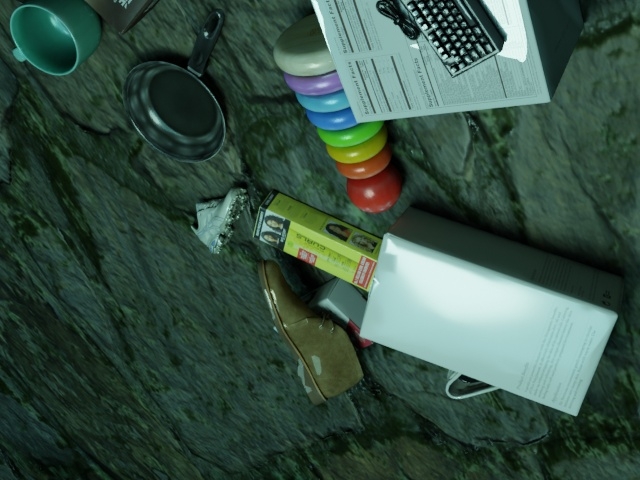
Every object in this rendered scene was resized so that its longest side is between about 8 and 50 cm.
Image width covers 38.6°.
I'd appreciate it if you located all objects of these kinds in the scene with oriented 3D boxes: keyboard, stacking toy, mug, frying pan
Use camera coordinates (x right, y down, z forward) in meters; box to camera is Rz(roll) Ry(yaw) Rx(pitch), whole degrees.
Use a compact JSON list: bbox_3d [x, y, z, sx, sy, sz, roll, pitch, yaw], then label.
[{"bbox_3d":[0.117,-0.266,1.032,0.108,0.023,0.180,-23,112,41],"label":"keyboard"},{"bbox_3d":[0.043,-0.174,1.383,0.141,0.141,0.330,3,135,28],"label":"stacking toy"},{"bbox_3d":[-0.440,-0.355,1.509,0.158,0.097,0.129,15,135,18],"label":"mug"},{"bbox_3d":[-0.239,-0.268,1.508,0.197,0.053,0.326,19,134,13],"label":"frying pan"}]

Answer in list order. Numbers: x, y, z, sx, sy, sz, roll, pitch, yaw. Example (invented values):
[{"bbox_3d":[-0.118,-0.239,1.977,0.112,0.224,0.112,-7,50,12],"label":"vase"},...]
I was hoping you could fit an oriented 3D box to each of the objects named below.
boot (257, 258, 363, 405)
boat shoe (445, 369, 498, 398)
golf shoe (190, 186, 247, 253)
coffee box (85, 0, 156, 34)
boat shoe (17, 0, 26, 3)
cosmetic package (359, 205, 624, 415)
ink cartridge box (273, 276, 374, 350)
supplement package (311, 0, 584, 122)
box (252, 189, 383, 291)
[{"bbox_3d":[-0.020,0.150,1.650,0.115,0.112,0.305,-24,112,9],"label":"boot"},{"bbox_3d":[0.322,0.214,1.601,0.268,0.088,0.096,-27,112,43],"label":"boat shoe"},{"bbox_3d":[-0.194,-0.049,1.676,0.086,0.069,0.176,37,136,4],"label":"golf shoe"},{"bbox_3d":[-0.329,-0.469,1.307,0.297,0.119,0.168,43,125,-12],"label":"coffee box"},{"bbox_3d":[-0.525,-0.433,1.529,0.125,0.038,0.046,32,137,0],"label":"boat shoe"},{"bbox_3d":[0.267,0.105,1.450,0.366,0.155,0.196,21,117,14],"label":"cosmetic package"},{"bbox_3d":[0.016,0.159,1.738,0.127,0.072,0.175,44,136,-13],"label":"ink cartridge box"},{"bbox_3d":[0.163,-0.292,1.144,0.263,0.199,0.198,-2,127,31],"label":"supplement package"},{"bbox_3d":[0.000,0.000,1.611,0.232,0.058,0.087,25,136,7],"label":"box"}]
